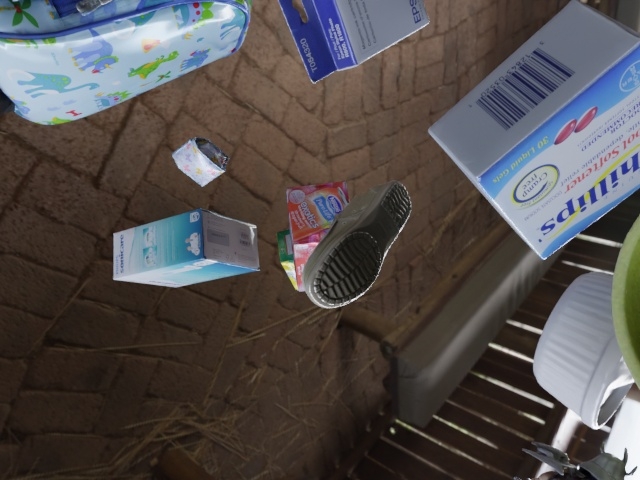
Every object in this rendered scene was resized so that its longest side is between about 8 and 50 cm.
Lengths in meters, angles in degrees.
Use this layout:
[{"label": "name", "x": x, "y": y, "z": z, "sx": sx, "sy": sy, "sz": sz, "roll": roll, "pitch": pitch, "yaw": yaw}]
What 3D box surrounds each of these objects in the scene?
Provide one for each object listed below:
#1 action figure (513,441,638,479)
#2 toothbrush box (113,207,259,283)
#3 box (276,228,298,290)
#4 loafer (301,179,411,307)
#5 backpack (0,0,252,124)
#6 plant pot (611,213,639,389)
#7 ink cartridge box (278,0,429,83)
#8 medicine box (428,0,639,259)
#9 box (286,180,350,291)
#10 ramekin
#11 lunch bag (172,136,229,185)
[{"label": "action figure", "x": 0.253, "y": 0.342, "z": 0.533, "sx": 0.099, "sy": 0.185, "sz": 0.285, "roll": 28, "pitch": 88, "yaw": -16}, {"label": "toothbrush box", "x": -0.335, "y": 0.029, "z": 1.285, "sx": 0.216, "sy": 0.295, "sz": 0.126, "roll": 18, "pitch": 62, "yaw": -58}, {"label": "box", "x": -0.075, "y": 0.061, "z": 1.430, "sx": 0.179, "sy": 0.043, "sz": 0.105, "roll": 71, "pitch": 6, "yaw": -56}, {"label": "loafer", "x": 0.053, "y": 0.005, "z": 0.832, "sx": 0.268, "sy": 0.092, "sz": 0.102, "roll": -47, "pitch": 116, "yaw": -33}, {"label": "backpack", "x": -0.247, "y": -0.265, "z": 0.539, "sx": 0.355, "sy": 0.290, "sz": 0.273, "roll": -44, "pitch": 96, "yaw": -19}, {"label": "plant pot", "x": 0.435, "y": 0.071, "z": 0.411, "sx": 0.253, "sy": 0.276, "sz": 0.276, "roll": 19, "pitch": 89, "yaw": -35}, {"label": "ink cartridge box", "x": 0.060, "y": -0.552, "z": 1.080, "sx": 0.330, "sy": 0.071, "sz": 0.324, "roll": -38, "pitch": 119, "yaw": -24}, {"label": "medicine box", "x": 0.361, "y": -0.149, "z": 0.783, "sx": 0.263, "sy": 0.149, "sz": 0.289, "roll": -42, "pitch": 135, "yaw": 16}, {"label": "box", "x": 0.000, "y": 0.000, "z": 1.073, "sx": 0.257, "sy": 0.122, "sz": 0.128, "roll": 91, "pitch": -8, "yaw": -64}, {"label": "ramekin", "x": 0.488, "y": 0.180, "z": 0.905, "sx": 0.272, "sy": 0.127, "sz": 0.273, "roll": -24, "pitch": 127, "yaw": -37}, {"label": "lunch bag", "x": -0.227, "y": -0.155, "z": 0.967, "sx": 0.083, "sy": 0.071, "sz": 0.053, "roll": 37, "pitch": 41, "yaw": -32}]
